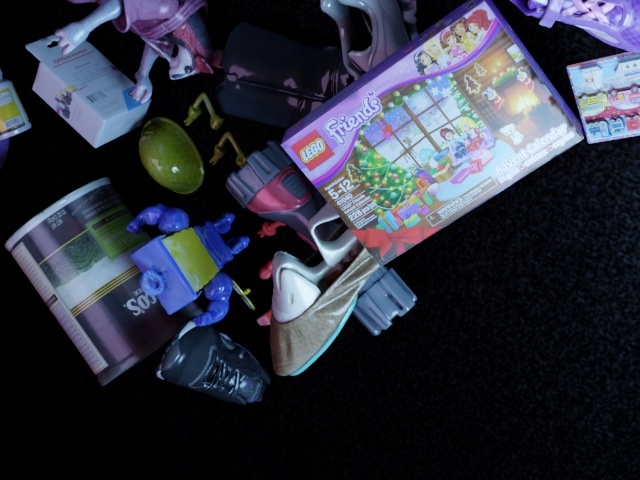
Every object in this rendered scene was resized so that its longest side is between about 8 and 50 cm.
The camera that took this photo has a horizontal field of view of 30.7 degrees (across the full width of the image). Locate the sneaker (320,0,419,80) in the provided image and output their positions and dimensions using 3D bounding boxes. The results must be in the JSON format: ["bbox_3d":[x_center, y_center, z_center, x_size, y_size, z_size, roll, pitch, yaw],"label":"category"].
[{"bbox_3d":[0.090,-0.201,1.425,0.110,0.118,0.292,-20,102,42],"label":"sneaker"}]

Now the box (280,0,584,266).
[{"bbox_3d":[0.129,-0.125,1.365,0.293,0.057,0.201,-34,107,21],"label":"box"}]

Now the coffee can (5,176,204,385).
[{"bbox_3d":[-0.347,0.066,1.877,0.275,0.201,0.201,55,135,0],"label":"coffee can"}]

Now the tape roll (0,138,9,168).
[{"bbox_3d":[-0.679,-0.221,2.064,0.275,0.090,0.274,20,126,31],"label":"tape roll"}]

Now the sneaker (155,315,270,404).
[{"bbox_3d":[-0.148,0.193,1.779,0.124,0.283,0.107,30,91,16],"label":"sneaker"}]

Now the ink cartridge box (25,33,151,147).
[{"bbox_3d":[-0.363,-0.236,1.783,0.181,0.104,0.061,43,134,13],"label":"ink cartridge box"}]

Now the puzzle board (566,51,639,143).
[{"bbox_3d":[0.345,-0.163,1.310,0.128,0.011,0.096,-8,110,41],"label":"puzzle board"}]

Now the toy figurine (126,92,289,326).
[{"bbox_3d":[-0.190,-0.007,1.696,0.191,0.217,0.362,-27,96,45],"label":"toy figurine"}]

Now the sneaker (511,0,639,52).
[{"bbox_3d":[0.273,-0.262,1.247,0.236,0.104,0.095,33,130,19],"label":"sneaker"}]

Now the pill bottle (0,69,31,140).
[{"bbox_3d":[-0.539,-0.232,1.958,0.065,0.065,0.116,-9,108,42],"label":"pill bottle"}]

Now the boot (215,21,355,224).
[{"bbox_3d":[-0.039,-0.160,1.566,0.207,0.094,0.246,15,117,28],"label":"boot"}]

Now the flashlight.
[{"bbox_3d":[0.000,0.000,1.633,0.103,0.103,0.304,-42,89,15],"label":"flashlight"}]

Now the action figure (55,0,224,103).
[{"bbox_3d":[-0.264,-0.360,1.624,0.370,0.248,0.275,35,90,3],"label":"action figure"}]

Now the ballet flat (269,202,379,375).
[{"bbox_3d":[0.017,0.024,1.510,0.124,0.116,0.342,34,105,-32],"label":"ballet flat"}]
